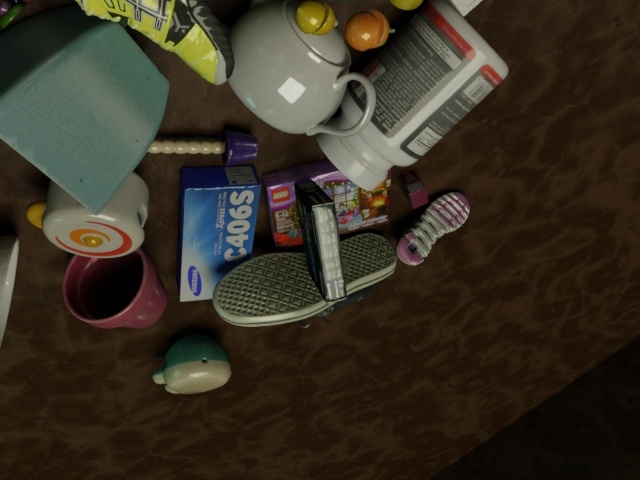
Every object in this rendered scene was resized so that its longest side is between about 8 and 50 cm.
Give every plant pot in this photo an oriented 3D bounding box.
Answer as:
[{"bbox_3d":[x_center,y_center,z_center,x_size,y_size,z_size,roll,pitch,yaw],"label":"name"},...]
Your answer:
[{"bbox_3d":[-0.438,0.112,1.467,0.201,0.201,0.180,-26,153,3],"label":"plant pot"},{"bbox_3d":[-0.404,-0.245,1.091,0.252,0.247,0.248,-46,136,-7],"label":"plant pot"}]

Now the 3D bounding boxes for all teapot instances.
[{"bbox_3d":[-0.034,-0.321,1.145,0.256,0.253,0.187,32,129,-28],"label":"teapot"}]

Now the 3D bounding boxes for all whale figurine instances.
[{"bbox_3d":[-0.350,0.343,1.789,0.216,0.141,0.272,1,156,-23],"label":"whale figurine"}]

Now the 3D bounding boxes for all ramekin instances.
[{"bbox_3d":[-0.694,0.116,1.300,0.135,0.277,0.277,10,128,-20],"label":"ramekin"}]

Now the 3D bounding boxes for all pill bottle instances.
[{"bbox_3d":[0.172,-0.282,1.312,0.363,0.210,0.210,-43,134,20],"label":"pill bottle"}]

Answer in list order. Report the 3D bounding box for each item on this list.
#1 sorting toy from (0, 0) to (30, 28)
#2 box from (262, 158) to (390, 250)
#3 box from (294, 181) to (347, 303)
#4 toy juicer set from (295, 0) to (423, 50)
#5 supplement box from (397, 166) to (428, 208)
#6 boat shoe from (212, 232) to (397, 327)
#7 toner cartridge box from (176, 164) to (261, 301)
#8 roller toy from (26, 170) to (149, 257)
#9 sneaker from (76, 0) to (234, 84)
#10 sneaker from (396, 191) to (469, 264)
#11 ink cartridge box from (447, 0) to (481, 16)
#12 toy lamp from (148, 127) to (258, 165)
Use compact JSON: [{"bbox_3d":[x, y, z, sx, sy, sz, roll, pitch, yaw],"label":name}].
[{"bbox_3d":[-0.486,-0.386,1.040,0.042,0.061,0.102,44,80,-31],"label":"sorting toy"},{"bbox_3d":[0.020,-0.096,1.540,0.293,0.057,0.201,-14,135,-9],"label":"box"},{"bbox_3d":[0.000,0.000,1.408,0.051,0.175,0.220,-12,112,-10],"label":"box"},{"bbox_3d":[0.001,-0.436,1.064,0.329,0.089,0.209,35,84,-7],"label":"toy juicer set"},{"bbox_3d":[0.221,-0.127,1.577,0.043,0.083,0.055,-22,138,-1],"label":"supplement box"},{"bbox_3d":[-0.032,0.113,1.593,0.500,0.187,0.156,-16,150,-34],"label":"boat shoe"},{"bbox_3d":[-0.240,-0.009,1.504,0.165,0.075,0.348,-4,134,-18],"label":"toner cartridge box"},{"bbox_3d":[-0.439,-0.055,1.285,0.191,0.146,0.209,-20,146,31],"label":"roller toy"},{"bbox_3d":[-0.280,-0.370,0.978,0.147,0.145,0.385,-45,126,-2],"label":"sneaker"},{"bbox_3d":[0.280,-0.035,1.698,0.236,0.104,0.095,-42,95,-6],"label":"sneaker"},{"bbox_3d":[0.188,-0.522,1.107,0.100,0.172,0.237,-39,135,16],"label":"ink cartridge box"},{"bbox_3d":[-0.262,-0.187,1.317,0.274,0.080,0.080,-4,134,-20],"label":"toy lamp"}]
